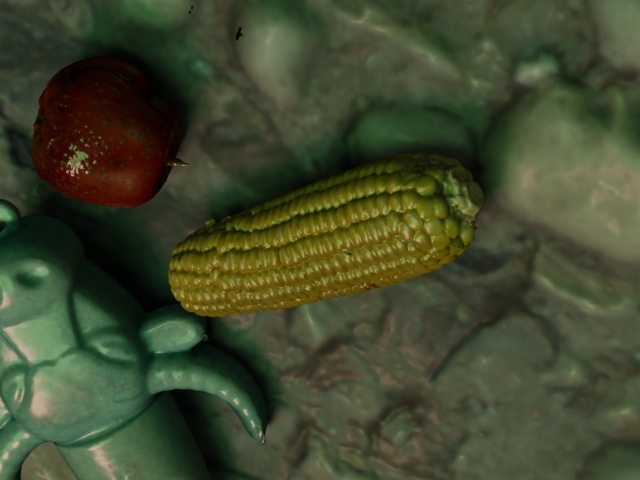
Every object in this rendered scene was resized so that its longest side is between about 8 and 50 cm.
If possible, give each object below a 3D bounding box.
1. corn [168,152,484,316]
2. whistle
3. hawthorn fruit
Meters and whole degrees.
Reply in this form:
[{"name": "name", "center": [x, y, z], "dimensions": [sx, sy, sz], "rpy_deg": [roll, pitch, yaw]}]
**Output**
[{"name": "corn", "center": [0.000, 0.000, 0.839], "dimensions": [0.206, 0.067, 0.067], "rpy_deg": [-15, 110, 35]}, {"name": "whistle", "center": [-0.141, 0.093, 0.949], "dimensions": [0.186, 0.093, 0.274], "rpy_deg": [-24, 110, 8]}, {"name": "hawthorn fruit", "center": [-0.117, -0.059, 0.857], "dimensions": [0.093, 0.093, 0.093], "rpy_deg": [12, 122, 20]}]
